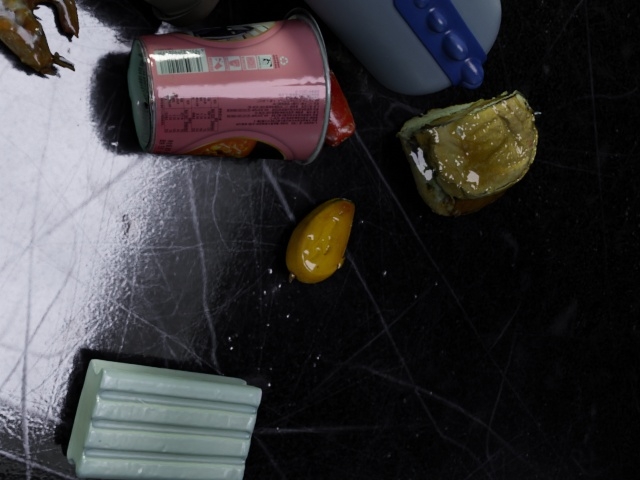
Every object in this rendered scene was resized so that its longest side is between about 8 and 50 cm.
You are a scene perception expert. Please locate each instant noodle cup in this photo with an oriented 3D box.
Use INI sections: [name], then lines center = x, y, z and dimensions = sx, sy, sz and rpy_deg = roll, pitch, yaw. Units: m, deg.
[instant noodle cup]
center = -0.142, -0.219, 1.054
dimensions = 0.255, 0.244, 0.243
rpy_deg = -8, 99, -23

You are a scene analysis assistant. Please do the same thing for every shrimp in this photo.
[shrimp]
center = -0.389, -0.313, 0.971
dimensions = 0.132, 0.052, 0.187
rpy_deg = -35, 109, -24

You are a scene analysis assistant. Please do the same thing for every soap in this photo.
[soap]
center = -0.236, 0.283, 1.104
dimensions = 0.265, 0.088, 0.159
rpy_deg = 14, 87, -32

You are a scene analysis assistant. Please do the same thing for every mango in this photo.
[mango]
center = 0.000, 0.000, 1.241
dimensions = 0.101, 0.066, 0.187
rpy_deg = 38, 69, -21

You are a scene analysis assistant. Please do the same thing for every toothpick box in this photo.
[toothpick box]
center = 0.126, -0.359, 1.047
dimensions = 0.355, 0.263, 0.263
rpy_deg = 38, 74, -43

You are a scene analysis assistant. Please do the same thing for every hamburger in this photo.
[hamburger]
center = 0.291, -0.158, 1.367
dimensions = 0.309, 0.132, 0.211
rpy_deg = -25, 108, -28

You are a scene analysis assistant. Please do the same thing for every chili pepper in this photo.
[chili pepper]
center = 0.013, -0.222, 1.226
dimensions = 0.070, 0.073, 0.123
rpy_deg = -21, 108, 15

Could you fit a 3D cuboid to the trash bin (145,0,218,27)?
[trash bin]
center = -0.245, -0.444, 0.959
dimensions = 0.250, 0.219, 0.219
rpy_deg = 20, 82, -26
